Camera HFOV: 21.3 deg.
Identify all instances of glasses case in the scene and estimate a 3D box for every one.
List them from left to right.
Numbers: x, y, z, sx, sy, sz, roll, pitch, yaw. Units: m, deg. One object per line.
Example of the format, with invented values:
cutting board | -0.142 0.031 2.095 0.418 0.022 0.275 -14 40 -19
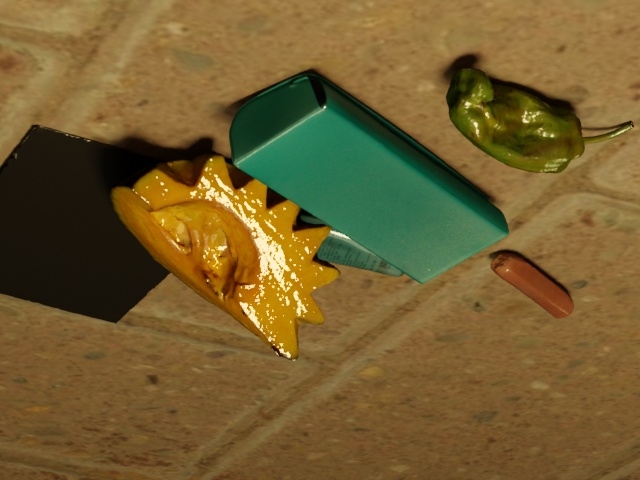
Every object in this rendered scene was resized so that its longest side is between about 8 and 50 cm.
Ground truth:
glasses case | 0.051 -0.061 1.650 0.117 0.070 0.301 -30 139 26

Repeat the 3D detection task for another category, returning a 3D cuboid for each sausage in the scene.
sausage | 0.237 0.050 1.878 0.030 0.035 0.147 19 171 43

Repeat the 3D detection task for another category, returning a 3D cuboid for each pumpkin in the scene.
pumpkin | -0.095 -0.013 1.711 0.254 0.130 0.149 47 165 -23

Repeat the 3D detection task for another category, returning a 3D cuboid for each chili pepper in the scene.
chili pepper | 0.194 -0.098 1.567 0.204 0.072 0.073 19 156 -36

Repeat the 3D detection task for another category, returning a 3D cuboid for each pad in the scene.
pad | -0.255 -0.007 1.819 0.247 0.007 0.367 15 149 -25

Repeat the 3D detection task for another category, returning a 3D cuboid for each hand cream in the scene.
hand cream | 0.000 0.000 1.790 0.224 0.048 0.083 11 151 -9
